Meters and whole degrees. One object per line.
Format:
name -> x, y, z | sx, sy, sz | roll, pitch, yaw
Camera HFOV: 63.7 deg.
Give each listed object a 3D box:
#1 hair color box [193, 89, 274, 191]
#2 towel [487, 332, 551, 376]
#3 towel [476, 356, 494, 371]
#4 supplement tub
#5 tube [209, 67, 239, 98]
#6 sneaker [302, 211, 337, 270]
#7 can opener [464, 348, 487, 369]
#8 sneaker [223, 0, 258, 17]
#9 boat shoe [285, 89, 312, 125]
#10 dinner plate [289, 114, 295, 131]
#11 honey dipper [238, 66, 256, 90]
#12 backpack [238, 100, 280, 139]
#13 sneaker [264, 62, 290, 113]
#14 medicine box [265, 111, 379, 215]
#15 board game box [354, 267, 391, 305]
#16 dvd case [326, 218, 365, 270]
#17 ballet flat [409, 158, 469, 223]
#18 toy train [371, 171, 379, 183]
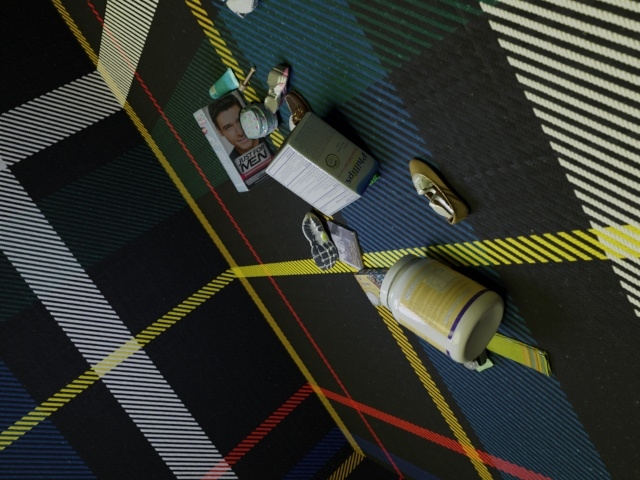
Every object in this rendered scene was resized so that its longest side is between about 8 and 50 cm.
hair color box -> -0.345, -0.412, 2.156 | 0.113, 0.185, 0.375 | 3, 126, 60
towel -> 0.628, 0.359, 1.664 | 0.237, 0.021, 0.102 | 18, 138, 52
towel -> 0.547, 0.407, 1.869 | 0.152, 0.023, 0.113 | 47, 156, 12
supplement tub -> 0.378, 0.204, 1.633 | 0.331, 0.241, 0.241 | 33, 149, 38
tube -> -0.396, -0.639, 2.117 | 0.207, 0.052, 0.080 | -6, 123, 56
sneaker -> 0.000, 0.000, 2.224 | 0.110, 0.106, 0.276 | -101, -8, -67
can opener -> 0.492, 0.313, 1.801 | 0.284, 0.095, 0.076 | 67, 156, 1
sneaker -> -0.226, -0.774, 1.608 | 0.095, 0.090, 0.235 | 49, 163, -24
boat shoe -> -0.062, -0.422, 1.783 | 0.207, 0.073, 0.073 | 54, 158, 1
dinner plate -> -0.073, -0.398, 1.900 | 0.141, 0.017, 0.141 | 39, 151, 27
honey dipper -> -0.277, -0.617, 1.954 | 0.031, 0.030, 0.160 | 55, 153, -4
backpack -> -0.239, -0.460, 1.992 | 0.182, 0.115, 0.152 | 6, 126, 55
sneaker -> -0.144, -0.535, 1.784 | 0.071, 0.077, 0.178 | 33, 130, 6
medicine box -> -0.001, -0.243, 1.714 | 0.289, 0.149, 0.263 | 34, 159, -12
board game box -> 0.255, 0.189, 2.050 | 0.165, 0.042, 0.243 | 58, 152, -15
dvd case -> 0.108, 0.024, 2.140 | 0.164, 0.018, 0.221 | 27, 146, 44
ballet flat -> 0.324, -0.140, 1.472 | 0.232, 0.073, 0.080 | 46, 154, 15
toy train -> 0.173, -0.205, 1.721 | 0.024, 0.017, 0.083 | 62, 156, 4
